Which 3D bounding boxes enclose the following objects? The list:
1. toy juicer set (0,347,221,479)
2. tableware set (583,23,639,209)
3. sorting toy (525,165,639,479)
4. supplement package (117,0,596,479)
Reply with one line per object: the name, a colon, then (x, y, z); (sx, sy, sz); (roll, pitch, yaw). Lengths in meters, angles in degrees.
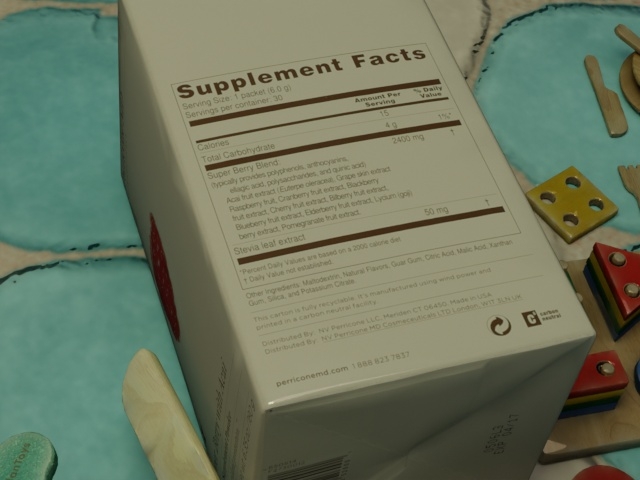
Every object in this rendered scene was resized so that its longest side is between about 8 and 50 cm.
toy juicer set: (-0.138, 0.190, 0.616); (0.209, 0.089, 0.329); (30, 63, 36)
tableware set: (0.270, -0.078, 0.968); (0.128, 0.039, 0.194); (-4, 53, -10)
sorting toy: (0.176, 0.051, 0.852); (0.132, 0.046, 0.274); (-8, 54, -13)
supplement package: (0.000, 0.000, 0.785); (0.175, 0.177, 0.293); (-11, 54, -15)
